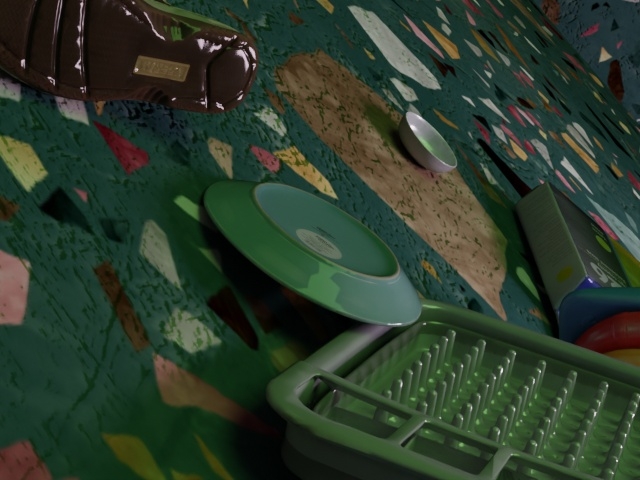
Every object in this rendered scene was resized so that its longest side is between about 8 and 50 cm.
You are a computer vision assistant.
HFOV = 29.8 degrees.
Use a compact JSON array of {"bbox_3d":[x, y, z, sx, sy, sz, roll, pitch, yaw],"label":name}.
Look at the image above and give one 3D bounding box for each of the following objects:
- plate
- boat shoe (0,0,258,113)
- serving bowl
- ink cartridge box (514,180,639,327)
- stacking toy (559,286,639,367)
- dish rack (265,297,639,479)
[{"bbox_3d":[0.000,0.000,0.907,0.188,0.024,0.188,28,18,-10],"label":"plate"},{"bbox_3d":[-0.164,-0.150,0.865,0.095,0.095,0.257,34,11,37],"label":"boat shoe"},{"bbox_3d":[0.116,-0.106,1.358,0.083,0.027,0.083,39,23,-20],"label":"serving bowl"},{"bbox_3d":[0.376,0.102,1.436,0.303,0.072,0.307,39,21,-23],"label":"ink cartridge box"},{"bbox_3d":[0.268,0.186,1.012,0.302,0.175,0.165,-59,146,-51],"label":"stacking toy"},{"bbox_3d":[0.133,0.137,0.800,0.286,0.072,0.333,18,16,17],"label":"dish rack"}]
